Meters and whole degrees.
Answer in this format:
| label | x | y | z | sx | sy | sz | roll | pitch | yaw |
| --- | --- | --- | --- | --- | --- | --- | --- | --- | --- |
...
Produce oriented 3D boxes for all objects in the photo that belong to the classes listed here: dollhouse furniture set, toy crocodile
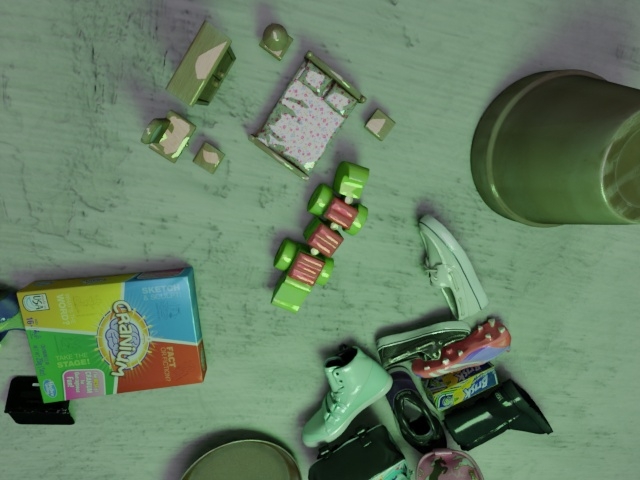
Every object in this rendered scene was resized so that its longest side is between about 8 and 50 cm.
| label | x | y | z | sx | sy | sz | roll | pitch | yaw |
| --- | --- | --- | --- | --- | --- | --- | --- | --- | --- |
| dollhouse furniture set | -0.075 | -0.187 | 0.717 | 0.355 | 0.174 | 0.303 | 33 | 100 | -15 |
| toy crocodile | 0.000 | 0.000 | 0.820 | 0.115 | 0.105 | 0.341 | 28 | 102 | -15 |

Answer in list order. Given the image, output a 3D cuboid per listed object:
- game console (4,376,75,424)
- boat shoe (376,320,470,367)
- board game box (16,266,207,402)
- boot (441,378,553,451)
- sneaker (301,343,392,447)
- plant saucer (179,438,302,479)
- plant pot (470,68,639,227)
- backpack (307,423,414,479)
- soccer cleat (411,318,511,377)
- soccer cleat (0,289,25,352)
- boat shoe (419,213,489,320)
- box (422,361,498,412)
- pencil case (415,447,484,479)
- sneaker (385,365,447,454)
| label | x | y | z | sx | sy | sz | roll | pitch | yaw |
| --- | --- | --- | --- | --- | --- | --- | --- | --- | --- |
| game console | -0.607 | 0.354 | 0.894 | 0.122 | 0.071 | 0.107 | 5 | 76 | -10 |
| boat shoe | 0.241 | 0.242 | 0.933 | 0.219 | 0.070 | 0.078 | -15 | 146 | 3 |
| board game box | -0.411 | 0.190 | 0.835 | 0.316 | 0.064 | 0.242 | -6 | 104 | -7 |
| boot | 0.445 | 0.460 | 1.031 | 0.207 | 0.094 | 0.246 | -38 | 124 | 17 |
| sneaker | 0.024 | 0.348 | 0.937 | 0.256 | 0.094 | 0.151 | -41 | 108 | 1 |
| plant saucer | -0.198 | 0.613 | 0.985 | 0.310 | 0.050 | 0.311 | -3 | 99 | -17 |
| plant pot | 0.491 | -0.155 | 0.749 | 0.322 | 0.280 | 0.323 | -2 | 107 | -6 |
| backpack | 0.106 | 0.569 | 0.945 | 0.225 | 0.191 | 0.254 | -27 | 142 | -10 |
| soccer cleat | 0.338 | 0.276 | 0.966 | 0.247 | 0.083 | 0.095 | -26 | 113 | -2 |
| soccer cleat | -0.705 | 0.202 | 0.794 | 0.289 | 0.093 | 0.121 | -30 | 115 | 2 |
| boat shoe | 0.272 | 0.066 | 0.888 | 0.088 | 0.096 | 0.268 | -36 | 116 | -1 |
| box | 0.338 | 0.344 | 0.986 | 0.168 | 0.059 | 0.054 | -22 | 108 | -8 |
| pencil case | 0.335 | 0.673 | 1.001 | 0.160 | 0.167 | 0.386 | -34 | 126 | -21 |
| sneaker | 0.234 | 0.449 | 0.978 | 0.107 | 0.124 | 0.283 | -31 | 108 | 3 |
